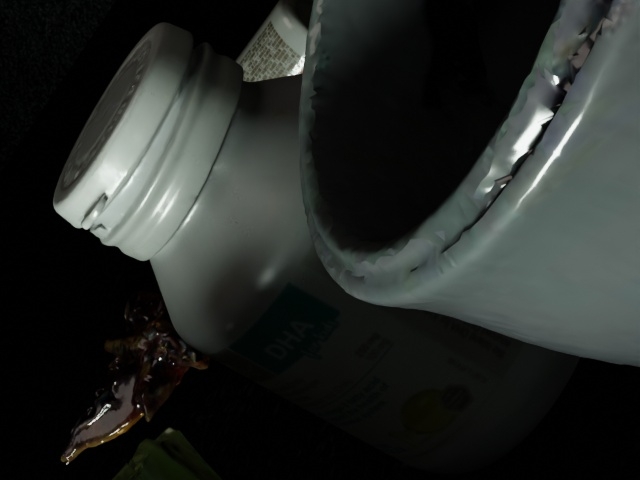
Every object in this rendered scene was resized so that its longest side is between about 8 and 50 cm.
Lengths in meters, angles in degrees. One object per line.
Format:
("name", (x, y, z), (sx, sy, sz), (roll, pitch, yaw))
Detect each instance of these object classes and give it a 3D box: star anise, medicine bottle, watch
("star anise", (-0.135, 0.101, 1.152), (0.157, 0.053, 0.212), (-55, 20, 13))
("medicine bottle", (0.000, 0.000, 0.660), (0.135, 0.215, 0.135), (-51, 19, 26))
("medicine bottle", (-0.035, -0.115, 1.184), (0.140, 0.079, 0.079), (-51, 19, 25))
("watch", (0.119, -0.096, 0.462), (0.335, 0.314, 0.327), (-97, 27, -47))

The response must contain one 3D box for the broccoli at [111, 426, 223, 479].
("broccoli", (-0.030, 0.161, 0.531), (0.198, 0.176, 0.226), (-18, 38, 53))
